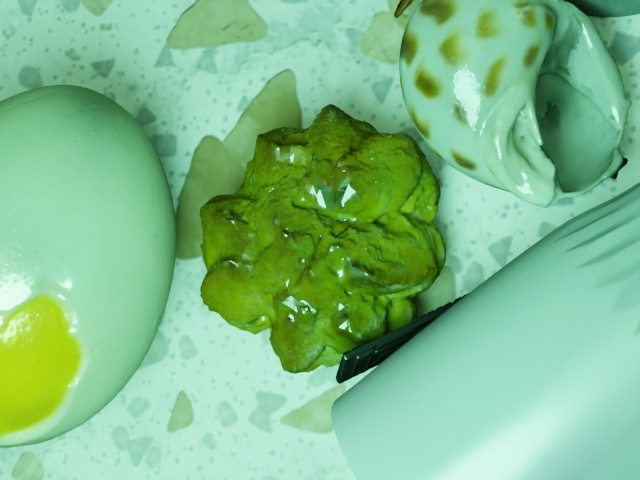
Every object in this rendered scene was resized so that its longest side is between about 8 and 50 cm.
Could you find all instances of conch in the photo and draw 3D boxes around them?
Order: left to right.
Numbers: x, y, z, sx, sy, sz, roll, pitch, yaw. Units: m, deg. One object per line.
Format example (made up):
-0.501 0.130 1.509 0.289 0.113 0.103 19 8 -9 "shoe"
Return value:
0.158 -0.157 1.091 0.149 0.182 0.275 -18 81 62 "conch"

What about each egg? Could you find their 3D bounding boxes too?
-0.277 0.019 1.158 0.283 0.283 0.345 29 92 18 "egg"

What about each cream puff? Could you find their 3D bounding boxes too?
0.001 0.002 1.130 0.244 0.196 0.244 16 119 29 "cream puff"

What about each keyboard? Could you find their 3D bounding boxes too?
0.106 0.074 1.089 0.204 0.061 0.013 -24 69 -16 "keyboard"

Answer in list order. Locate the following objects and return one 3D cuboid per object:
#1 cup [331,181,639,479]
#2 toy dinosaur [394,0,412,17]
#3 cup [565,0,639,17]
0.208 0.131 1.002 0.371 0.253 0.253 -42 75 10 "cup"
0.078 -0.450 1.124 0.097 0.432 0.208 -8 43 -1 "toy dinosaur"
0.211 -0.371 0.994 0.237 0.327 0.323 -36 75 13 "cup"
